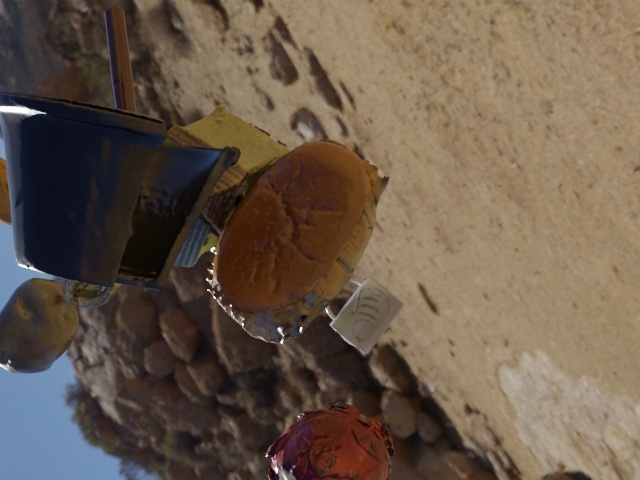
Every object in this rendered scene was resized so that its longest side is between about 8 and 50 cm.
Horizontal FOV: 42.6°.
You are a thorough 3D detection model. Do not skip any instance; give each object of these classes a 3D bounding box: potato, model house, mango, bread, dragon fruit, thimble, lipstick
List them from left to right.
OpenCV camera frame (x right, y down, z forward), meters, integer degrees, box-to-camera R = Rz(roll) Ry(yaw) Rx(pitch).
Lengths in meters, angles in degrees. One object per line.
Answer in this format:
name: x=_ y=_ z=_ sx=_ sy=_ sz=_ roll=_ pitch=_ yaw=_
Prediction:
mango: x=-0.761 y=-0.138 z=1.904 sx=0.227 sy=0.147 sz=0.109 roll=52 pitch=-139 yaw=-6
potato: x=-0.903 y=0.278 z=2.600 sx=0.243 sy=0.326 sz=0.221 roll=30 pitch=-175 yaw=0
thimble: x=-0.683 y=0.122 z=2.483 sx=0.137 sy=0.190 sz=0.143 roll=55 pitch=-164 yaw=-15
lipstick: x=-0.533 y=-0.459 z=2.187 sx=0.057 sy=0.057 sz=0.357 roll=71 pitch=-171 yaw=-72
model house: x=-0.216 y=-0.067 z=1.620 sx=0.261 sy=0.321 sz=0.266 roll=33 pitch=-151 yaw=13
bread: x=-0.050 y=-0.005 z=1.527 sx=0.236 sy=0.389 sz=0.183 roll=23 pitch=165 yaw=27
dragon fruit: x=0.023 y=0.543 z=1.993 sx=0.295 sy=0.301 sz=0.296 roll=18 pitch=115 yaw=44

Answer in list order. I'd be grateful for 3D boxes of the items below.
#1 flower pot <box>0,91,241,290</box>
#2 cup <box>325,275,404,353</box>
flower pot: x=-0.338 y=-0.066 z=1.265 sx=0.379 sy=0.379 sz=0.251 roll=-158 pitch=79 yaw=-83
cup: x=0.082 y=0.142 z=1.662 sx=0.136 sy=0.133 sz=0.099 roll=38 pitch=180 yaw=-22
